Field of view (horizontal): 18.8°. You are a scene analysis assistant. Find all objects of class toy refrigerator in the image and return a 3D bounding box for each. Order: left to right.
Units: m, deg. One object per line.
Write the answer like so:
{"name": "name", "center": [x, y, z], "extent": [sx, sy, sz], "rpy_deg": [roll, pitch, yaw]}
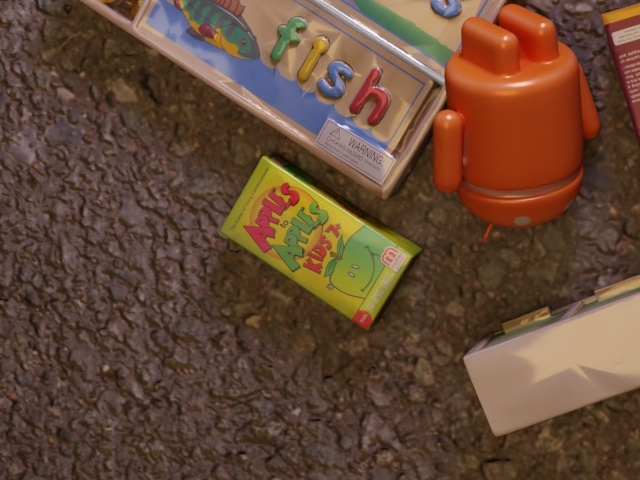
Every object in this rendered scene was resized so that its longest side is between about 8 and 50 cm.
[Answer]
{"name": "toy refrigerator", "center": [0.280, 0.091, 1.837], "extent": [0.269, 0.102, 0.094], "rpy_deg": [-22, 93, 19]}

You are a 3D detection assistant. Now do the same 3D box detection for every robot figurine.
{"name": "robot figurine", "center": [0.184, -0.106, 1.804], "extent": [0.128, 0.158, 0.219], "rpy_deg": [5, 120, 21]}

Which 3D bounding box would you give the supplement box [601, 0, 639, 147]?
{"name": "supplement box", "center": [0.339, -0.137, 1.789], "extent": [0.104, 0.081, 0.188], "rpy_deg": [-16, 94, 18]}

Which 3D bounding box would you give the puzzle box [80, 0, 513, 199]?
{"name": "puzzle box", "center": [-0.029, -0.261, 1.894], "extent": [0.409, 0.052, 0.272], "rpy_deg": [33, 106, 9]}

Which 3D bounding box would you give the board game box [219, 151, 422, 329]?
{"name": "board game box", "center": [0.000, 0.000, 1.934], "extent": [0.181, 0.043, 0.092], "rpy_deg": [33, 107, 9]}
